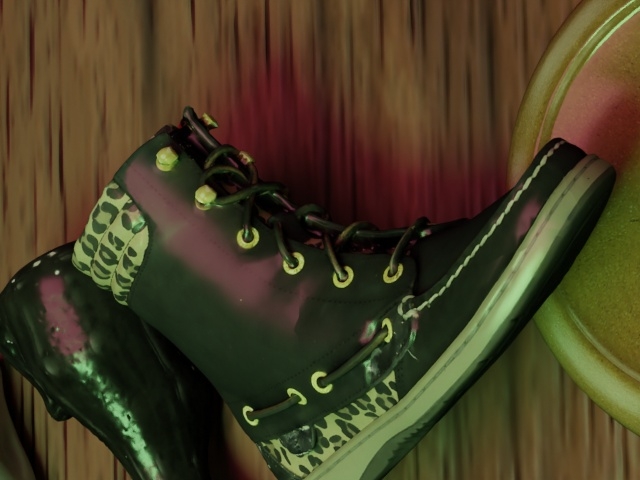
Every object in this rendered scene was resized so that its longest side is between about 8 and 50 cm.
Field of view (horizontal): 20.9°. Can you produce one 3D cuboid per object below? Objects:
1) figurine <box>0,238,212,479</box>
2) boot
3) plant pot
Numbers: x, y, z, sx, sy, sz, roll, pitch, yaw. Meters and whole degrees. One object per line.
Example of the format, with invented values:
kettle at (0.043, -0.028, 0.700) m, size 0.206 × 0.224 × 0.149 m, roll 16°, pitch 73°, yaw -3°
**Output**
figurine at (-0.130, 0.136, 0.879) m, size 0.215 × 0.092 × 0.209 m, roll -34°, pitch 74°, yaw 29°
boot at (-0.001, 0.001, 0.742) m, size 0.178 × 0.085 × 0.236 m, roll 43°, pitch 131°, yaw 7°
plant pot at (0.174, -0.022, 0.710) m, size 0.236 × 0.032 × 0.236 m, roll -1°, pitch 88°, yaw 34°
